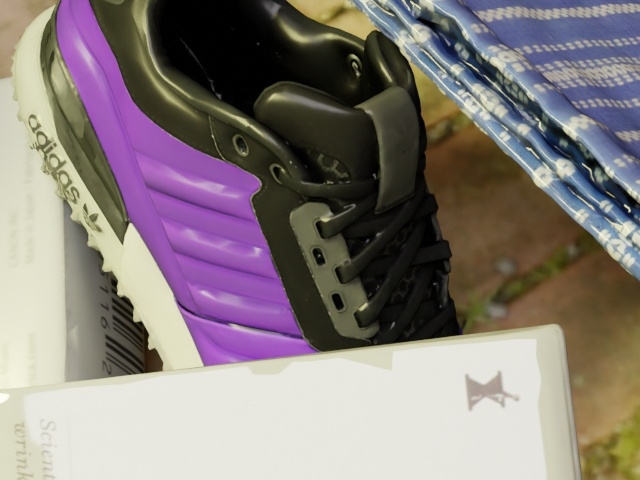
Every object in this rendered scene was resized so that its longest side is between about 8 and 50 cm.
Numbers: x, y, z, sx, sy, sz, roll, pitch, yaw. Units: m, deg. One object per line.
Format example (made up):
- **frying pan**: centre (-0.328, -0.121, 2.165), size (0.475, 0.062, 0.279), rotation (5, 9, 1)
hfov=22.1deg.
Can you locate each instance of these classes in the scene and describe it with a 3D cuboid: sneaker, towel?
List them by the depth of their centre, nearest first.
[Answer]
- **sneaker**: centre (-0.001, 0.000, 0.625), size (0.102, 0.146, 0.293), rotation (-35, 87, -43)
- **towel**: centre (0.120, -0.077, 0.653), size (0.336, 0.243, 0.040), rotation (47, 121, 22)

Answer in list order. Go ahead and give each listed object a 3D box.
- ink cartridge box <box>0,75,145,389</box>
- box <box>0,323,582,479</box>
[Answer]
- **ink cartridge box**: centre (-0.261, 0.116, 0.708), size (0.385, 0.091, 0.308), rotation (-12, 66, 16)
- **box**: centre (-0.001, 0.131, 0.525), size (0.181, 0.119, 0.181), rotation (-6, 77, 6)
